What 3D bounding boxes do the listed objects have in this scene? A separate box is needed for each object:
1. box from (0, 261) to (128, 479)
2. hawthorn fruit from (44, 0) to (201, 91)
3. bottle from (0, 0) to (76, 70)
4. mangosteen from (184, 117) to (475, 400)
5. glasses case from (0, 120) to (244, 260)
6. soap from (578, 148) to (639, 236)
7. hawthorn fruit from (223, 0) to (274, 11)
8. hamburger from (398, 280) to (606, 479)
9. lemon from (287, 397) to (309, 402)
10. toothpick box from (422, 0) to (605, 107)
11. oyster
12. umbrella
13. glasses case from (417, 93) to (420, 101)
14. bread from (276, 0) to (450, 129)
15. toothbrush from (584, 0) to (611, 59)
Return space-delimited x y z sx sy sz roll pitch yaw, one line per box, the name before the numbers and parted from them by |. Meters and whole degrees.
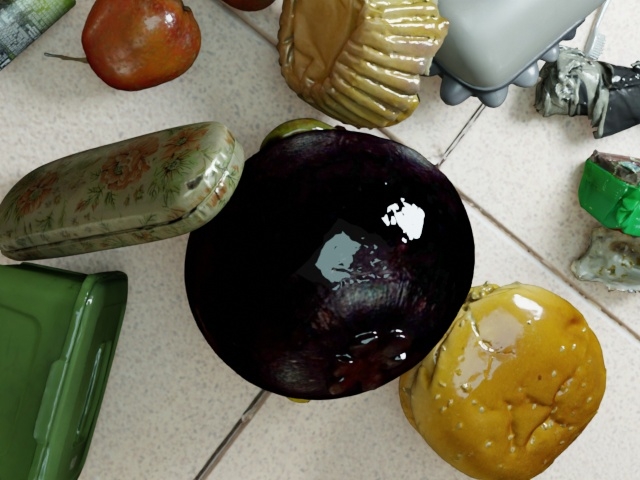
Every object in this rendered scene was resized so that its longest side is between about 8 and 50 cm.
box | -0.391 0.186 1.478 0.177 0.253 0.329 14 89 0
hawthorn fruit | -0.273 -0.276 1.527 0.203 0.162 0.163 -37 98 11
bottle | -0.492 -0.257 1.513 0.330 0.093 0.093 -43 98 -5
mangosteen | 0.000 0.000 1.461 0.382 0.435 0.382 -12 139 -11
glasses case | -0.274 -0.059 1.420 0.098 0.425 0.156 52 47 -32
soap | 0.546 -0.056 1.635 0.273 0.218 0.098 7 107 -13
hawthorn fruit | -0.154 -0.451 1.535 0.285 0.165 0.165 43 86 -1
hamburger | 0.264 0.199 1.578 0.314 0.170 0.290 39 88 -29
lemon | -0.036 0.200 1.620 0.065 0.065 0.092 -18 101 -8
toothpick box | 0.262 -0.337 1.568 0.316 0.229 0.229 -42 98 -2
oyster | 0.473 0.036 1.698 0.148 0.051 0.103 23 92 6
umbrella | 0.503 -0.220 1.660 0.357 0.106 0.113 4 135 -11
glasses case | 0.088 -0.282 1.629 0.072 0.042 0.191 -18 95 -1
bread | 0.041 -0.281 1.505 0.149 0.274 0.274 -16 96 -39
toothbrush | 0.464 -0.417 1.693 0.025 0.020 0.286 18 90 -18
